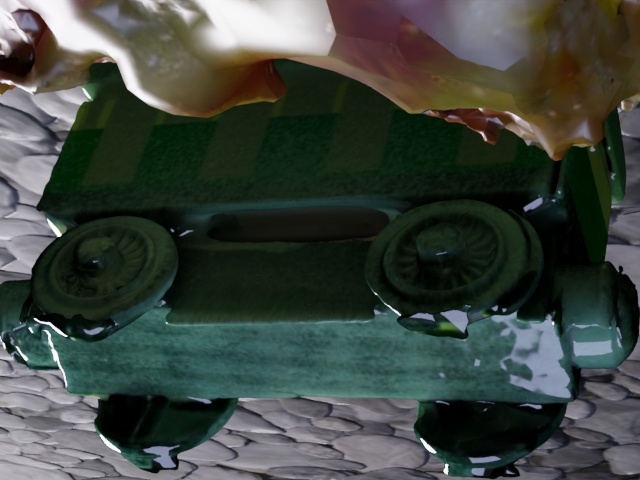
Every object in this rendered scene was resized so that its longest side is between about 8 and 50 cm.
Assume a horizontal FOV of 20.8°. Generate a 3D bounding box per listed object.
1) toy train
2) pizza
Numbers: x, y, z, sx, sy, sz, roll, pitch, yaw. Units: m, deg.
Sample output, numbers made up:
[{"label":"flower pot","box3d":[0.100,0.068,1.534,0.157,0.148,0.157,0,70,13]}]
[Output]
[{"label":"toy train","box3d":[0.000,0.000,0.813,0.301,0.202,0.120,-3,137,19]},{"label":"pizza","box3d":[-0.070,-0.124,0.540,0.406,0.130,0.440,25,158,4]}]
